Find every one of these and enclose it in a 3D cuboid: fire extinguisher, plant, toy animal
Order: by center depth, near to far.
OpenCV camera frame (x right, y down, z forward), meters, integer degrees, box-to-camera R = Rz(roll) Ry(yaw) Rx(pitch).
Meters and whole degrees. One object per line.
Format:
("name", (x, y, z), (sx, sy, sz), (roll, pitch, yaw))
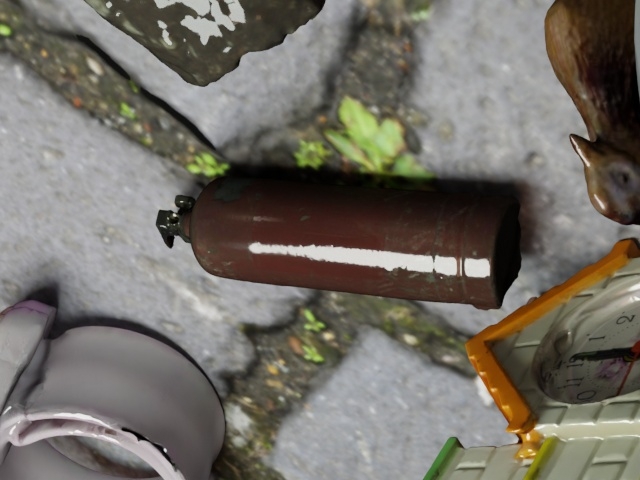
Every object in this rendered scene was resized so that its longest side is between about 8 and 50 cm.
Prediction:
("toy animal", (0.184, -0.067, 0.721), (0.188, 0.179, 0.089), (25, 143, -31))
("plant", (-0.105, -0.220, 0.762), (0.146, 0.149, 0.274), (-38, 106, 27))
("fire extinguisher", (0.000, 0.000, 0.941), (0.268, 0.072, 0.089), (5, 165, 24))

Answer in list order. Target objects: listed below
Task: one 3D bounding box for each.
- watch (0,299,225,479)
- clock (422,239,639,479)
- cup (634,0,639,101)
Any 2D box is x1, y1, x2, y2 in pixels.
("watch", (-0.205, 0.183, 1.124), (0.218, 0.211, 0.248), (28, 126, -8))
("clock", (0.194, 0.078, 0.805), (0.255, 0.220, 0.106), (-11, 120, 43))
("cup", (0.258, -0.017, 0.552), (0.253, 0.371, 0.253), (-6, 161, -2))
